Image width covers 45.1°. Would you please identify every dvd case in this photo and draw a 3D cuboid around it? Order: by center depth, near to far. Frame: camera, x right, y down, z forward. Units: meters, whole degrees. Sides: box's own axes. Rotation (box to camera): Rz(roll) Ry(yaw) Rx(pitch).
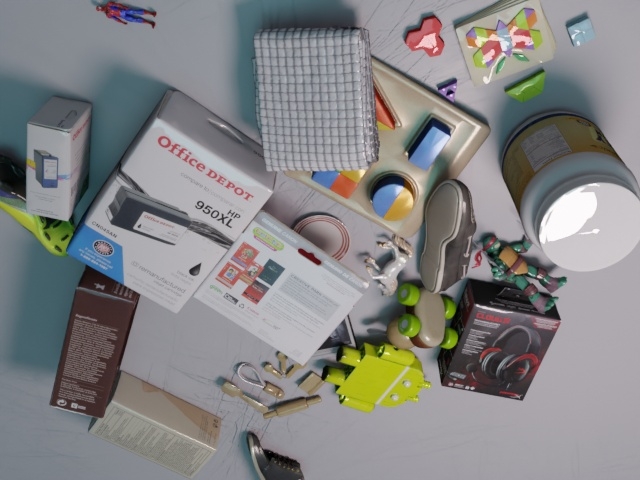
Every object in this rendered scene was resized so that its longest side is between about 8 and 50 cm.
[{"bbox_3d":[-0.020,0.192,1.898,0.179,0.029,0.238,-12,119,7],"label":"dvd case"}]

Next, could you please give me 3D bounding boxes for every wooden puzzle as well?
[{"bbox_3d":[0.140,-0.182,1.640,0.348,0.080,0.322,26,118,-15],"label":"wooden puzzle"}]

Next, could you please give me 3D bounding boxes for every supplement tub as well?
[{"bbox_3d":[0.500,-0.103,1.544,0.229,0.316,0.228,0,122,0],"label":"supplement tub"}]

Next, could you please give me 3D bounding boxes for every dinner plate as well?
[{"bbox_3d":[0.000,0.000,1.791,0.141,0.017,0.141,0,122,0],"label":"dinner plate"}]

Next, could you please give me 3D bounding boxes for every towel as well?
[{"bbox_3d":[-0.008,-0.281,1.522,0.235,0.121,0.283,3,111,22],"label":"towel"}]

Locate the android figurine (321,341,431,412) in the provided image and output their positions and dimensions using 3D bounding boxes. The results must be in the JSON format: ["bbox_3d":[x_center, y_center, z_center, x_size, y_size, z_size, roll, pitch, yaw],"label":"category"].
[{"bbox_3d":[0.149,0.350,1.962,0.273,0.056,0.248,21,127,-19],"label":"android figurine"}]

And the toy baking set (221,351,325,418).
[{"bbox_3d":[-0.119,0.383,2.024,0.256,0.030,0.196,-22,112,6],"label":"toy baking set"}]

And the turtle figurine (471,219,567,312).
[{"bbox_3d":[0.449,0.049,1.760,0.234,0.175,0.118,42,159,-3],"label":"turtle figurine"}]

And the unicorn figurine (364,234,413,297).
[{"bbox_3d":[0.158,0.067,1.804,0.111,0.060,0.162,35,116,-18],"label":"unicorn figurine"}]

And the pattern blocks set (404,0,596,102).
[{"bbox_3d":[0.365,-0.400,1.533,0.325,0.026,0.285,-33,116,19],"label":"pattern blocks set"}]

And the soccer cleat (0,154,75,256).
[{"bbox_3d":[-0.662,-0.078,1.729,0.121,0.093,0.289,-5,132,40],"label":"soccer cleat"}]

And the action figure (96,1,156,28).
[{"bbox_3d":[-0.384,-0.446,1.517,0.115,0.030,0.038,11,126,-4],"label":"action figure"}]

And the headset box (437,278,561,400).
[{"bbox_3d":[0.432,0.233,1.873,0.218,0.110,0.293,12,121,-6],"label":"headset box"}]

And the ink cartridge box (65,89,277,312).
[{"bbox_3d":[-0.317,-0.078,1.660,0.286,0.166,0.395,32,116,-18],"label":"ink cartridge box"}]

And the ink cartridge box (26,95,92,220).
[{"bbox_3d":[-0.545,-0.174,1.612,0.093,0.154,0.212,13,122,-5],"label":"ink cartridge box"}]

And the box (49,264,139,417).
[{"bbox_3d":[-0.525,0.216,1.834,0.143,0.191,0.381,16,122,-9],"label":"box"}]

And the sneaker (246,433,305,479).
[{"bbox_3d":[-0.125,0.614,2.149,0.118,0.083,0.222,-22,113,-7],"label":"sneaker"}]

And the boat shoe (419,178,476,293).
[{"bbox_3d":[0.294,-0.016,1.708,0.096,0.112,0.335,-18,140,-20],"label":"boat shoe"}]

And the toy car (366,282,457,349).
[{"bbox_3d":[0.209,0.202,1.862,0.155,0.148,0.188,21,148,-34],"label":"toy car"}]

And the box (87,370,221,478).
[{"bbox_3d":[-0.434,0.490,2.039,0.311,0.121,0.148,32,117,-17],"label":"box"}]

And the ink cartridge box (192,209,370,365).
[{"bbox_3d":[-0.082,0.087,1.755,0.309,0.130,0.272,35,112,-13],"label":"ink cartridge box"}]
